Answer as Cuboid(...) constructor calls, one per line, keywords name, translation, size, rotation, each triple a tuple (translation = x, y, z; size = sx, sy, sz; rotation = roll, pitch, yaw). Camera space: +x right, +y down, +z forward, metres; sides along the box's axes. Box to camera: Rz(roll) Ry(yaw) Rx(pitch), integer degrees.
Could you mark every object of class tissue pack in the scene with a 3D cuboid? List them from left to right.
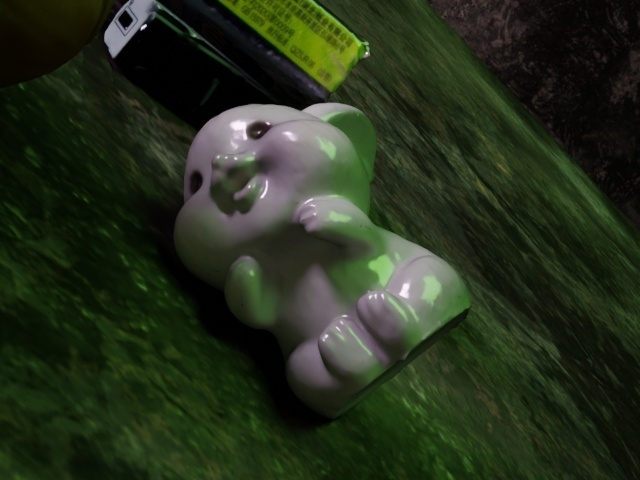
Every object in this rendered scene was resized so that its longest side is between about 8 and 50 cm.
Cuboid(name="tissue pack", translation=(-0.079, -0.198, 0.997), size=(0.235, 0.073, 0.173), rotation=(39, -2, -9))

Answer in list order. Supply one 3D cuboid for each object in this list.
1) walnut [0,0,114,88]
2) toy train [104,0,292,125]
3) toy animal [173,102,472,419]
Cuboid(name="walnut", translation=(-0.191, -0.167, 0.602), size=(0.207, 0.167, 0.167), rotation=(45, 17, -11))
Cuboid(name="toy train", translation=(-0.061, -0.102, 0.979), size=(0.252, 0.055, 0.048), rotation=(36, 6, -39))
Cuboid(name="toy animal", translation=(0.003, 0.006, 0.775), size=(0.193, 0.127, 0.178), rotation=(54, 15, 18))
